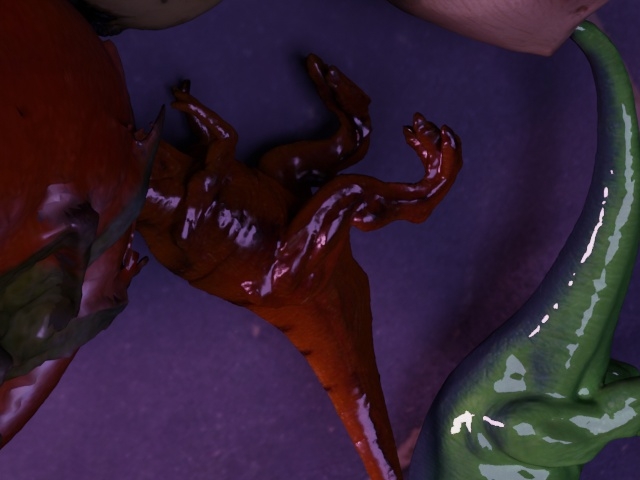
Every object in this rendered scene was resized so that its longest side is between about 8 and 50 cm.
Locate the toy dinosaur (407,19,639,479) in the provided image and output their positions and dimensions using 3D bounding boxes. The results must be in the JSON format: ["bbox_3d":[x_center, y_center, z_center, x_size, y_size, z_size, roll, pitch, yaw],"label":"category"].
[{"bbox_3d":[0.093,0.114,0.904,0.374,0.144,0.500,-24,118,-5],"label":"toy dinosaur"}]

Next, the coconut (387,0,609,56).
[{"bbox_3d":[0.120,-0.215,0.712,0.224,0.224,0.224,-11,115,-25],"label":"coconut"}]

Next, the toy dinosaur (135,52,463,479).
[{"bbox_3d":[0.000,0.000,0.773,0.208,0.097,0.432,-47,113,-1],"label":"toy dinosaur"}]

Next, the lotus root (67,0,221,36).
[{"bbox_3d":[-0.066,-0.250,0.626,0.173,0.173,0.309,33,90,-35],"label":"lotus root"}]

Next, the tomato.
[{"bbox_3d":[-0.251,-0.008,0.540,0.273,0.341,0.341,32,94,9],"label":"tomato"}]
